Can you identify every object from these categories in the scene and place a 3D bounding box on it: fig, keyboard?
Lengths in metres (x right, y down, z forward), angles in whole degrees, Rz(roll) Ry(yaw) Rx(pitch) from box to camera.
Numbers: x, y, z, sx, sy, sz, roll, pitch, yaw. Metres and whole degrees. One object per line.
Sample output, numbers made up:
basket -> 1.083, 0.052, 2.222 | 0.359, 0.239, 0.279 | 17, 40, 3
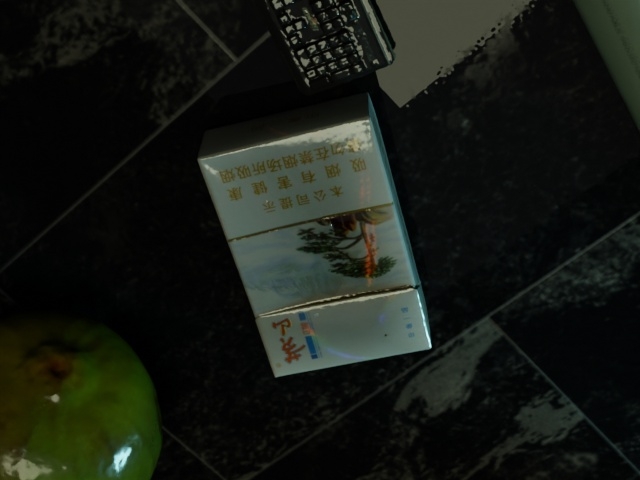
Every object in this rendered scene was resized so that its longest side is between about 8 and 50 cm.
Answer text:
fig -> -0.242, 0.175, 1.004 | 0.207, 0.207, 0.230 | -3, 143, 6
keyboard -> -0.022, -0.224, 0.858 | 0.094, 0.025, 0.230 | -20, 116, 17

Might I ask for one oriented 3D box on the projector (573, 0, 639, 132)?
projector -> 0.273, -0.142, 0.837 | 0.108, 0.108, 0.337 | -27, 114, 18

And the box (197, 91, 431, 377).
box -> 0.000, 0.001, 0.959 | 0.149, 0.067, 0.233 | -12, 119, 11
